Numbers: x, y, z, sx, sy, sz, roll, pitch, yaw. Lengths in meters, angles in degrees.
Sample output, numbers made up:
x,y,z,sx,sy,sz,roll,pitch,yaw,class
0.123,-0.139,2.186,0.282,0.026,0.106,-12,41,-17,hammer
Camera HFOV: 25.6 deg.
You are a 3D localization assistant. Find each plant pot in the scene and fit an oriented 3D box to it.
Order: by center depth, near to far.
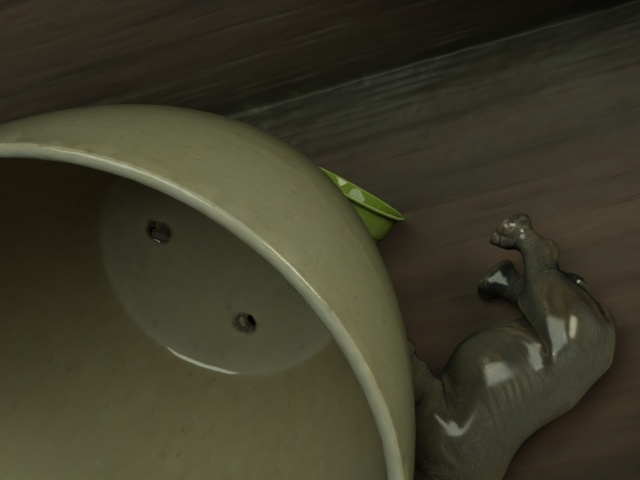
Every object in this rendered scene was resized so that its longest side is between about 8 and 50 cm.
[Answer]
x,y,z,sx,sy,sz,roll,pitch,yaw,class
0.000,0.000,0.913,0.083,0.083,0.079,31,98,25,plant pot

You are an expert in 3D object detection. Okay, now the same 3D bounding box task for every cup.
x,y,z,sx,sy,sz,roll,pitch,yaw,class
-0.088,0.055,0.786,0.331,0.237,0.331,7,119,14,cup

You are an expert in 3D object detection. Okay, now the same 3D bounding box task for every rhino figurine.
x,y,z,sx,sy,sz,roll,pitch,yaw,class
0.077,0.106,0.849,0.243,0.073,0.106,-47,62,3,rhino figurine

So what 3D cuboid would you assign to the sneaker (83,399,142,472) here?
x,y,z,sx,sy,sz,roll,pitch,yaw,class
-0.195,0.099,0.943,0.091,0.094,0.258,-31,73,-30,sneaker
